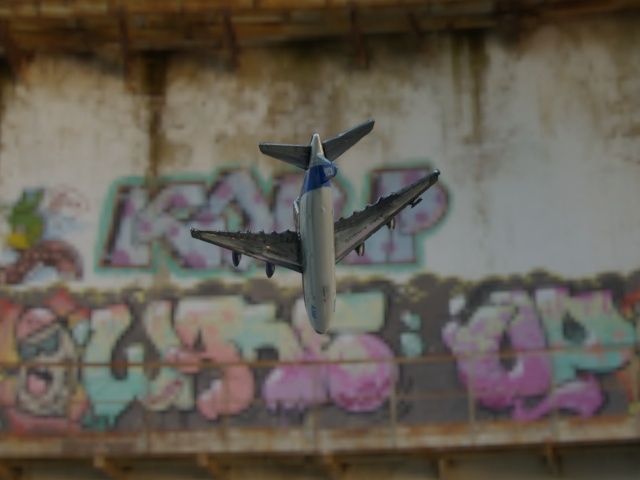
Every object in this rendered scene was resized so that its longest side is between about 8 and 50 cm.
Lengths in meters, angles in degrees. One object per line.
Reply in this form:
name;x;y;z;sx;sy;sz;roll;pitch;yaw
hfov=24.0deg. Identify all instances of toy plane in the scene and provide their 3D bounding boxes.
toy plane;-0.001;-0.003;0.454;0.078;0.024;0.084;-13;-37;-13
